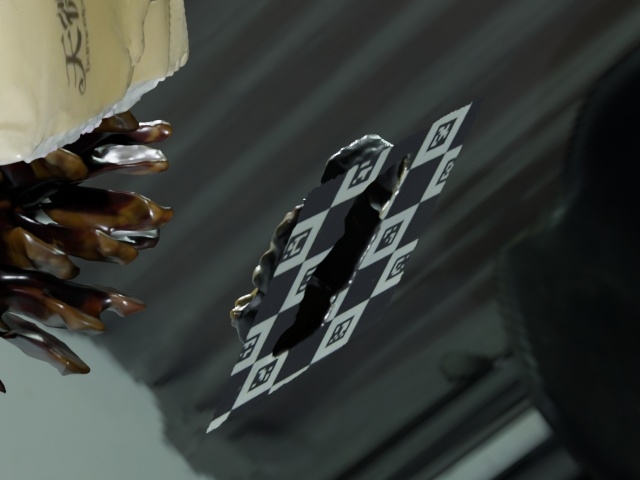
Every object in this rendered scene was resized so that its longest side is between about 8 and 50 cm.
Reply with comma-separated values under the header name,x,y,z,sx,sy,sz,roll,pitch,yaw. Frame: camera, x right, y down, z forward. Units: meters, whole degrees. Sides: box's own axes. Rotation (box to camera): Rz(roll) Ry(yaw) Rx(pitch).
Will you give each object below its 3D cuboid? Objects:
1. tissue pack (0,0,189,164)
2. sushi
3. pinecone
name,x,y,z,sx,sy,sz,roll,pitch,yaw
tissue pack,-0.108,-0.138,0.556,0.186,0.090,0.222,-50,132,-73
sushi,0.000,0.000,1.206,0.050,0.215,0.192,40,41,19
pinecone,-0.198,-0.027,1.069,0.264,0.264,0.264,37,29,-24
